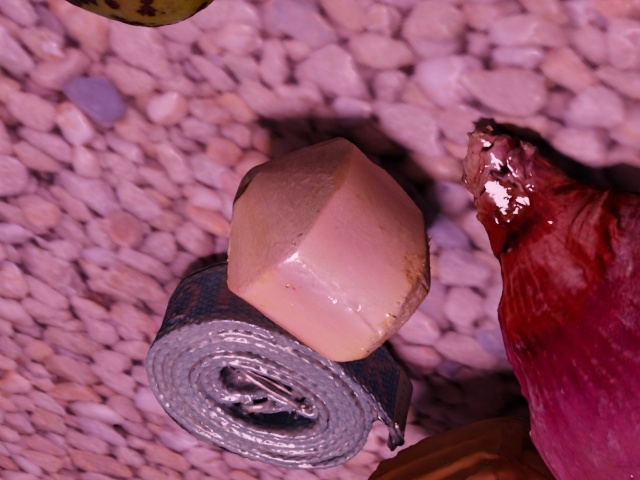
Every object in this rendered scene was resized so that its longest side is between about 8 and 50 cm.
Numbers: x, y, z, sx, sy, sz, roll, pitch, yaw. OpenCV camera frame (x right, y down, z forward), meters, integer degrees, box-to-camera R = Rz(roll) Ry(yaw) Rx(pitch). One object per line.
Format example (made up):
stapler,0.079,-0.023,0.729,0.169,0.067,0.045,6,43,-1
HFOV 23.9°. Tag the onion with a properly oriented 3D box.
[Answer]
onion,0.203,0.087,0.866,0.348,0.159,0.267,28,141,-7

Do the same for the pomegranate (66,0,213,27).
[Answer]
pomegranate,-0.090,-0.162,0.767,0.122,0.122,0.161,23,173,1

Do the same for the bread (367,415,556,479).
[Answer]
bread,0.148,0.222,1.001,0.274,0.274,0.149,29,116,-7

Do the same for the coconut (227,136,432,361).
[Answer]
coconut,0.000,0.000,0.909,0.122,0.116,0.116,41,140,-18

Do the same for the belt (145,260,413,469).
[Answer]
belt,-0.036,0.088,1.057,0.147,0.082,0.163,-23,120,32
